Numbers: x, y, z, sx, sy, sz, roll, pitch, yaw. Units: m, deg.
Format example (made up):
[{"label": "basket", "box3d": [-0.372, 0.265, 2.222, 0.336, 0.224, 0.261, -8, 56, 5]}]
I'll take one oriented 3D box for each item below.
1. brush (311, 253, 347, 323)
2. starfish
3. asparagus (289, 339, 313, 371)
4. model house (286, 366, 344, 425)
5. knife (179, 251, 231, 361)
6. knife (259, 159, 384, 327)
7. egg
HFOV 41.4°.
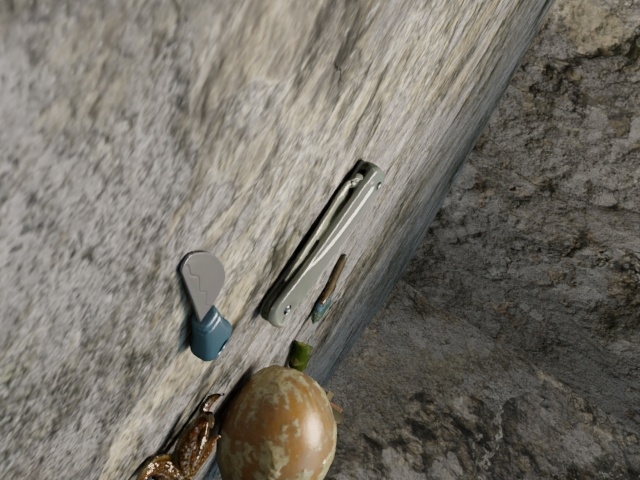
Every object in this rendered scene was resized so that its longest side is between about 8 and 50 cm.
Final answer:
[{"label": "brush", "box3d": [0.022, 0.089, 1.650, 0.070, 0.021, 0.196, -51, 169, -43]}, {"label": "starfish", "box3d": [-0.196, 0.310, 1.146, 0.238, 0.057, 0.213, -56, 164, -7]}, {"label": "asparagus", "box3d": [-0.041, 0.233, 1.763, 0.045, 0.041, 0.178, -21, 159, -15]}, {"label": "model house", "box3d": [-0.090, 0.412, 1.728, 0.244, 0.169, 0.326, -55, 172, 4]}, {"label": "knife", "box3d": [-0.110, 0.058, 0.822, 0.058, 0.032, 0.244, -50, 165, -25]}, {"label": "knife", "box3d": [0.000, 0.001, 1.169, 0.265, 0.041, 0.073, -56, 160, -5]}, {"label": "egg", "box3d": [-0.072, 0.326, 1.403, 0.203, 0.203, 0.245, -31, 131, -71]}]
